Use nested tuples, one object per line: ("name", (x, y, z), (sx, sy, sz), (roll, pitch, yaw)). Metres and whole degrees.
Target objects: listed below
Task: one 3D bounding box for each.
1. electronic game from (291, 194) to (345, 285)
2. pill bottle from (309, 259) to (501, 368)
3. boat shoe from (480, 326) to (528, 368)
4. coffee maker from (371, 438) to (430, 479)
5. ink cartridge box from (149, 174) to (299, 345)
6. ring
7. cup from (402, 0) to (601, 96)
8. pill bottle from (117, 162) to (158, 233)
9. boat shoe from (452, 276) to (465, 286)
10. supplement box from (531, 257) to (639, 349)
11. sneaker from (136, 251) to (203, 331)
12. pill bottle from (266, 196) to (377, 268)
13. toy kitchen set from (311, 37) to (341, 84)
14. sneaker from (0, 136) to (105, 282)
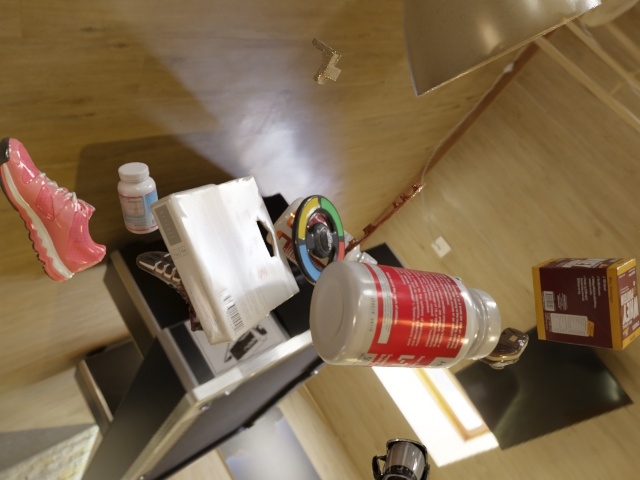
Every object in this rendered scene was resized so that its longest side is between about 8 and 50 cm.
("electronic game", (0.000, 0.000, 1.196), (0.048, 0.229, 0.229), (-6, 179, 31))
("pill bottle", (0.200, 0.178, 1.114), (0.408, 0.228, 0.229), (9, 143, -23))
("boat shoe", (0.493, 0.310, 1.310), (0.258, 0.095, 0.095), (0, 113, -47))
("coffee maker", (0.181, 0.545, 1.028), (0.120, 0.171, 0.178), (-25, -177, 22))
("ink cartridge box", (-0.184, 0.027, 1.004), (0.066, 0.296, 0.261), (-18, -174, 31))
("ring", (0.210, -0.081, 1.580), (0.337, 0.032, 0.336), (-41, 177, -3))
("cup", (0.280, -0.440, 0.859), (0.331, 0.236, 0.331), (-25, -170, 5))
("pill bottle", (-0.443, -0.103, 1.175), (0.087, 0.087, 0.160), (-23, 131, -33))
("boat shoe", (0.407, 0.214, 1.466), (0.075, 0.205, 0.065), (3, -168, 14))
("supplement box", (0.651, 0.146, 1.186), (0.129, 0.191, 0.194), (-12, -173, -40))
("sneaker", (-0.325, 0.137, 1.169), (0.106, 0.282, 0.162), (-46, 153, -74))
("pill bottle", (0.008, 0.033, 1.854), (0.224, 0.392, 0.224), (-51, 179, -1))
("toy kitchen set", (0.006, -0.444, 1.211), (0.083, 0.075, 0.068), (-56, 159, 20))
("sneaker", (-0.560, -0.074, 1.022), (0.136, 0.313, 0.116), (-22, -161, -16))
